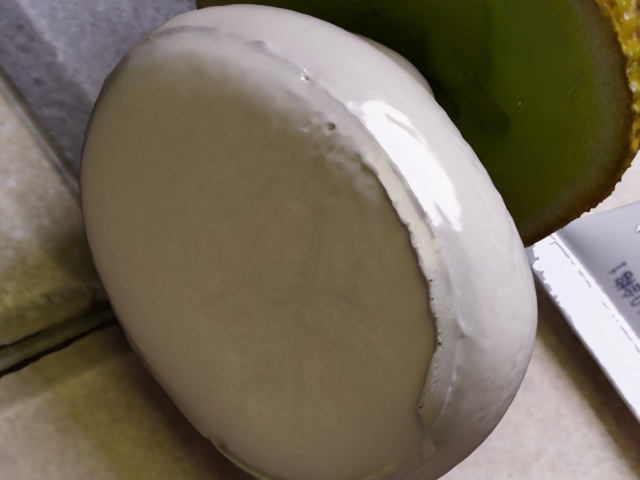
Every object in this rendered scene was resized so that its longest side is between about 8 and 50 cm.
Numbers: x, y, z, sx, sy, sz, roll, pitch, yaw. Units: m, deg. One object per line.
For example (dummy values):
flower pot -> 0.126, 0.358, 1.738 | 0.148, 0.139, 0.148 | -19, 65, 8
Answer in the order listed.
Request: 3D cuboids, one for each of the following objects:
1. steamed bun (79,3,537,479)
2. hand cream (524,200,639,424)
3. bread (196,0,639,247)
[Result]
steamed bun -> 0.000, 0.000, 0.831 | 0.228, 0.177, 0.131 | 48, 32, 18
hand cream -> 0.262, 0.003, 0.976 | 0.314, 0.089, 0.139 | -19, 63, -25
bread -> 0.049, -0.098, 0.877 | 0.236, 0.236, 0.070 | 32, 48, 4
